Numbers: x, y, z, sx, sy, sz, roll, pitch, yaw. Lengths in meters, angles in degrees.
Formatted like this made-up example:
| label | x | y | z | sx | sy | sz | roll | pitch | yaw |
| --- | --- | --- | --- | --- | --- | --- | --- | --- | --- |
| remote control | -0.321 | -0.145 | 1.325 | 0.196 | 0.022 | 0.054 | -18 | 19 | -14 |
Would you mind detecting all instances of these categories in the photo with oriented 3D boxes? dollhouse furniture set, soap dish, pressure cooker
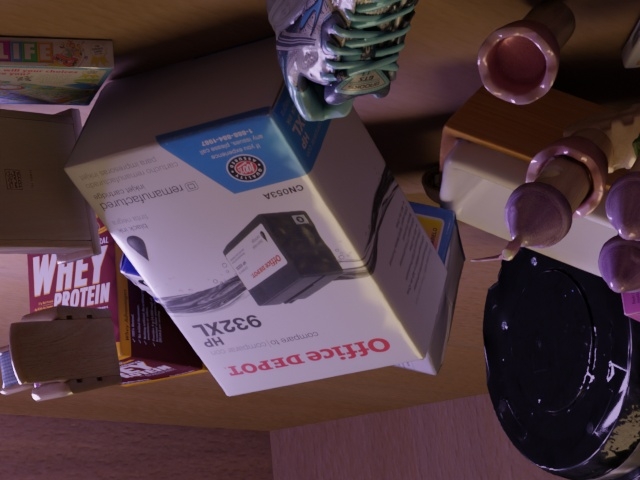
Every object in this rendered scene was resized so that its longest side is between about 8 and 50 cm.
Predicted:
| label | x | y | z | sx | sy | sz | roll | pitch | yaw |
| --- | --- | --- | --- | --- | --- | --- | --- | --- | --- |
| dollhouse furniture set | -0.375 | 0.024 | 1.500 | 0.303 | 0.286 | 0.198 | -15 | 171 | 34 |
| soap dish | 0.263 | -0.054 | 1.643 | 0.290 | 0.118 | 0.229 | 20 | 168 | 7 |
| pressure cooker | 0.476 | 0.131 | 2.204 | 0.420 | 0.376 | 0.370 | 1 | -156 | -28 |

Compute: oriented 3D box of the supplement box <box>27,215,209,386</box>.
| label | x | y | z | sx | sy | sz | roll | pitch | yaw |
| --- | --- | --- | --- | --- | --- | --- | --- | --- | --- |
| supplement box | -0.243 | 0.067 | 2.006 | 0.129 | 0.191 | 0.194 | -12 | 165 | 26 |

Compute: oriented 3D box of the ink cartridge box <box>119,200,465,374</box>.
| label | x | y | z | sx | sy | sz | roll | pitch | yaw |
| --- | --- | --- | --- | --- | --- | --- | --- | --- | --- |
| ink cartridge box | -0.051 | 0.021 | 1.826 | 0.395 | 0.151 | 0.270 | 11 | 169 | 9 |

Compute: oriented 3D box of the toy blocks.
| label | x | y | z | sx | sy | sz | roll | pitch | yaw |
| --- | --- | --- | --- | --- | --- | --- | --- | --- | --- |
| toy blocks | 0.291 | -0.048 | 1.298 | 0.288 | 0.309 | 0.260 | -13 | -161 | 28 |

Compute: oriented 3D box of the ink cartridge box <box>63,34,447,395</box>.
| label | x | y | z | sx | sy | sz | roll | pitch | yaw |
| --- | --- | --- | --- | --- | --- | --- | --- | --- | --- |
| ink cartridge box | -0.051 | -0.016 | 1.517 | 0.223 | 0.129 | 0.307 | -13 | 128 | 27 |

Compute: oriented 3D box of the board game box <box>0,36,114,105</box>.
| label | x | y | z | sx | sy | sz | roll | pitch | yaw |
| --- | --- | --- | --- | --- | --- | --- | --- | --- | --- |
| board game box | -0.265 | -0.146 | 1.437 | 0.154 | 0.026 | 0.103 | 0 | 167 | -21 |

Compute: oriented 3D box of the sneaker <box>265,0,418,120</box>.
| label | x | y | z | sx | sy | sz | roll | pitch | yaw |
| --- | --- | --- | --- | --- | --- | --- | --- | --- | --- |
| sneaker | 0.038 | -0.169 | 1.240 | 0.110 | 0.122 | 0.283 | -2 | 167 | -15 |

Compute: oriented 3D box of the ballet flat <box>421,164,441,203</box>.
| label | x | y | z | sx | sy | sz | roll | pitch | yaw |
| --- | --- | --- | --- | --- | --- | --- | --- | --- | --- |
| ballet flat | 0.195 | -0.071 | 1.892 | 0.168 | 0.057 | 0.052 | -11 | 156 | 22 |

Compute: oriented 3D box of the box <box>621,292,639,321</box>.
| label | x | y | z | sx | sy | sz | roll | pitch | yaw |
| --- | --- | --- | --- | --- | --- | --- | --- | --- | --- |
| box | 0.413 | -0.013 | 1.867 | 0.117 | 0.214 | 0.243 | -11 | 166 | 24 |

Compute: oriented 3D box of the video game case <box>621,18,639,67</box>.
| label | x | y | z | sx | sy | sz | roll | pitch | yaw |
| --- | --- | --- | --- | --- | --- | --- | --- | --- | --- |
| video game case | 0.379 | -0.196 | 1.484 | 0.190 | 0.022 | 0.173 | -5 | 167 | -2 |
